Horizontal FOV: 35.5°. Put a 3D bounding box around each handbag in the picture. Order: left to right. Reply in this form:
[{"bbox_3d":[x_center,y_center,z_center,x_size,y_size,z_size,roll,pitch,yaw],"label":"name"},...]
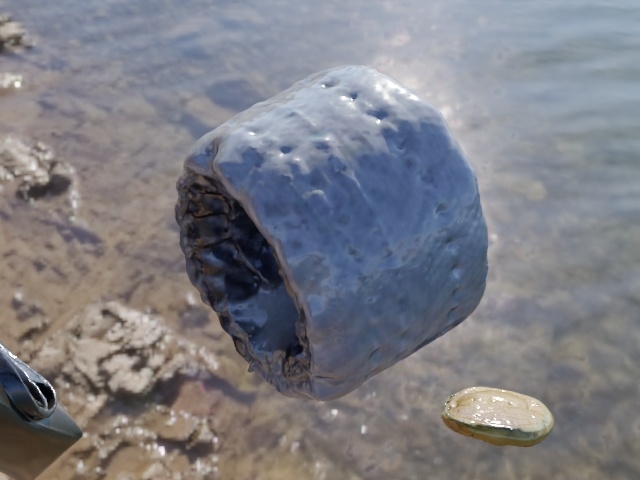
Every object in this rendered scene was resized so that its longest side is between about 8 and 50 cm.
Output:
[{"bbox_3d":[-0.393,0.126,1.070,0.113,0.285,0.257,-41,67,-8],"label":"handbag"}]

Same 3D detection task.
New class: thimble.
[{"bbox_3d":[0.000,0.000,0.745,0.157,0.245,0.217,-27,78,-22],"label":"thimble"}]

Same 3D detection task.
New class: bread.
[{"bbox_3d":[0.163,0.162,0.927,0.110,0.024,0.110,4,15,-1],"label":"bread"}]
